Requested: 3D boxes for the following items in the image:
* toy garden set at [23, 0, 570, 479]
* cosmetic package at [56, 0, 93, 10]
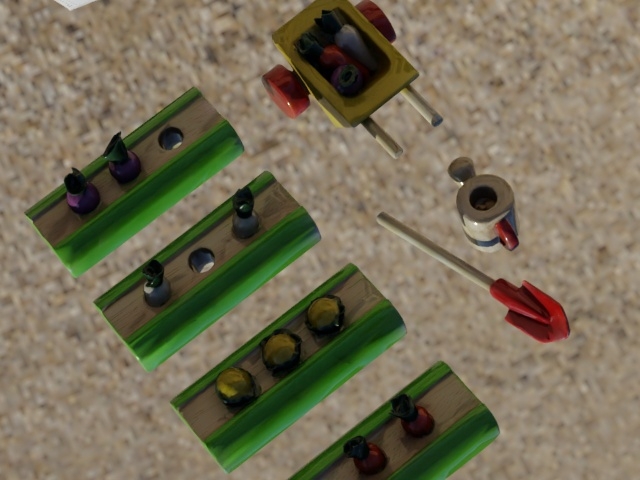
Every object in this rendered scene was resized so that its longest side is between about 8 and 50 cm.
[{"bbox_3d":[0.000,0.000,0.811,0.204,0.244,0.049,-38,151,-9],"label":"toy garden set"},{"bbox_3d":[-0.230,-0.253,1.252,0.099,0.060,0.239,-12,152,38],"label":"cosmetic package"}]
